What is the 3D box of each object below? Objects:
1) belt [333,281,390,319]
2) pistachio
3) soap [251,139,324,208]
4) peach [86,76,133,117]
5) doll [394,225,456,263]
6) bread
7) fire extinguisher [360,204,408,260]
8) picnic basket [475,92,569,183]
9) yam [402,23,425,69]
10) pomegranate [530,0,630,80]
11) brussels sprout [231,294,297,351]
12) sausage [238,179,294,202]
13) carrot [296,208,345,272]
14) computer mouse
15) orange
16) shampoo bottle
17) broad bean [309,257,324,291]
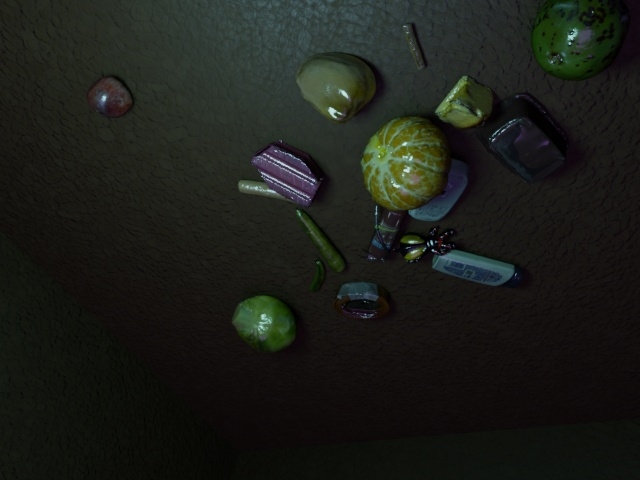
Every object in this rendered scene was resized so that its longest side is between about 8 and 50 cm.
[{"bbox_3d":[0.196,0.285,2.118,0.262,0.105,0.184,7,128,9],"label":"belt"},{"bbox_3d":[0.049,-0.522,1.479,0.261,0.163,0.212,39,89,5],"label":"pistachio"},{"bbox_3d":[-0.131,-0.269,1.726,0.289,0.112,0.182,26,117,-1],"label":"soap"},{"bbox_3d":[-0.796,-0.528,1.671,0.152,0.152,0.152,7,129,8],"label":"peach"},{"bbox_3d":[0.423,0.016,1.839,0.249,0.127,0.088,-9,144,15],"label":"doll"},{"bbox_3d":[0.462,-0.419,1.449,0.140,0.160,0.169,29,129,-10],"label":"bread"},{"bbox_3d":[0.256,-0.030,1.854,0.142,0.105,0.341,28,131,12],"label":"fire extinguisher"},{"bbox_3d":[0.678,-0.323,1.497,0.297,0.129,0.222,39,128,-16],"label":"picnic basket"},{"bbox_3d":[0.296,-0.614,1.415,0.032,0.032,0.145,-16,124,24],"label":"yam"},{"bbox_3d":[0.715,-0.575,1.229,0.254,0.270,0.254,34,160,14],"label":"pomegranate"},{"bbox_3d":[-0.279,0.426,2.238,0.345,0.268,0.344,11,136,11],"label":"brussels sprout"},{"bbox_3d":[-0.193,-0.202,1.846,0.302,0.065,0.065,11,130,1],"label":"sausage"},{"bbox_3d":[0.000,0.000,1.959,0.074,0.074,0.358,-22,118,28],"label":"carrot"},{"bbox_3d":[0.441,-0.192,1.678,0.160,0.096,0.288,6,140,-17],"label":"computer mouse"},{"bbox_3d":[0.295,-0.261,1.526,0.249,0.329,0.329,4,142,-41],"label":"orange"},{"bbox_3d":[0.660,0.122,1.894,0.360,0.078,0.134,15,135,1],"label":"shampoo bottle"},{"bbox_3d":[-0.016,0.165,2.115,0.069,0.039,0.226,4,128,2],"label":"broad bean"}]
